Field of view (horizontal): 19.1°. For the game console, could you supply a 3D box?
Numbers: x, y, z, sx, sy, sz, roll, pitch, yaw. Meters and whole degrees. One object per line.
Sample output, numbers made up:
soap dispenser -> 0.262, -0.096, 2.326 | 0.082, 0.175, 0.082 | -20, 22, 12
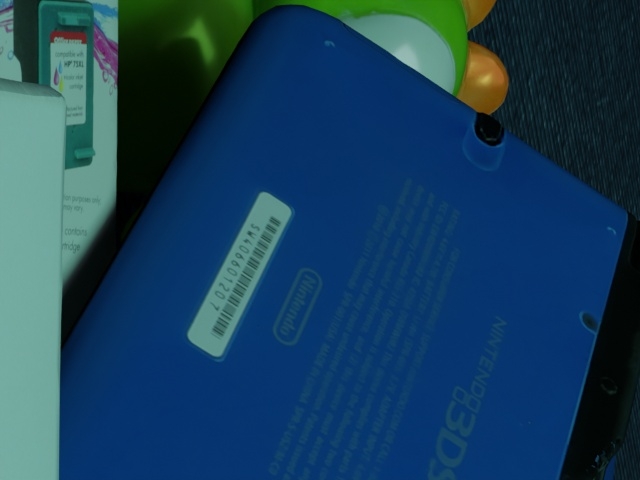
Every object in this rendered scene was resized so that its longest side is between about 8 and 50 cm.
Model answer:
game console -> 0.012, 0.108, 0.631 | 0.250, 0.173, 0.293 | 33, 41, -7

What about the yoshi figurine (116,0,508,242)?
yoshi figurine -> -0.027, 0.003, 0.789 | 0.203, 0.203, 0.362 | -32, 118, -40

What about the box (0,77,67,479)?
box -> -0.184, 0.136, 0.375 | 0.168, 0.215, 0.345 | 5, 85, -65

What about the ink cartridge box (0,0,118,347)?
ink cartridge box -> -0.135, -0.067, 0.578 | 0.078, 0.134, 0.231 | 3, 87, -65
